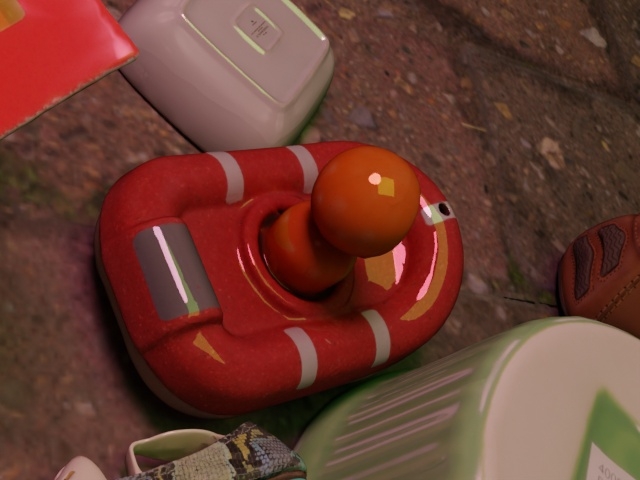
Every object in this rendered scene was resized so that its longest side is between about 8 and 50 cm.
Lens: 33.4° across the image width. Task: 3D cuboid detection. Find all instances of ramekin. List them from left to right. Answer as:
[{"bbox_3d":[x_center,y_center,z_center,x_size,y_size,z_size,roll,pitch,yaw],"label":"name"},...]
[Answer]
[{"bbox_3d":[0.134,0.190,0.592,0.303,0.148,0.303,22,51,-30],"label":"ramekin"}]

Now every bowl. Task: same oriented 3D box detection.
[{"bbox_3d":[-0.055,-0.126,0.709,0.142,0.053,0.142,42,45,-11],"label":"bowl"}]

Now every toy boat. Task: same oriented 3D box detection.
[{"bbox_3d":[0.000,0.000,0.599,0.231,0.151,0.151,-10,71,-44],"label":"toy boat"}]

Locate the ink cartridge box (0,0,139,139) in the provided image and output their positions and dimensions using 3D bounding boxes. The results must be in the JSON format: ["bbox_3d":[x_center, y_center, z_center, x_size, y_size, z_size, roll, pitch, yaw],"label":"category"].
[{"bbox_3d":[-0.258,-0.117,0.385,0.261,0.066,0.296,-36,79,-10],"label":"ink cartridge box"}]

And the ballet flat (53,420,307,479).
[{"bbox_3d":[-0.091,0.128,0.512,0.188,0.070,0.070,-6,67,-45],"label":"ballet flat"}]

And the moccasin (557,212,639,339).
[{"bbox_3d":[0.373,0.078,0.878,0.380,0.147,0.139,33,46,-21],"label":"moccasin"}]
